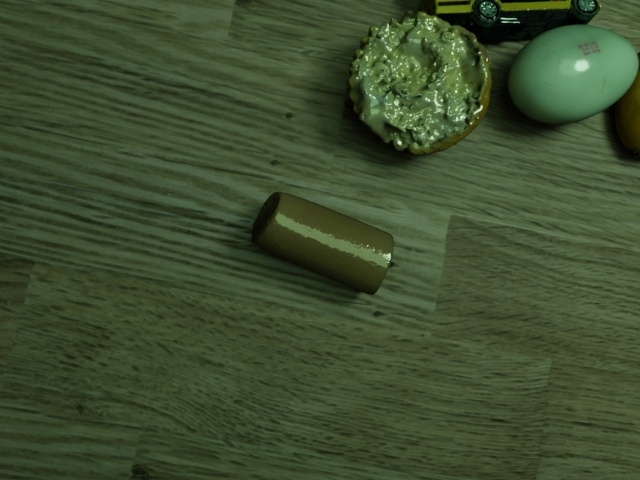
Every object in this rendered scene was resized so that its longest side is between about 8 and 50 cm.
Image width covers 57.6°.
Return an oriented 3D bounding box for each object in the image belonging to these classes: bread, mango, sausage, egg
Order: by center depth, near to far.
[{"bbox_3d":[0.000,0.000,1.060,0.253,0.123,0.123,21,82,-4],"label":"sausage"},{"bbox_3d":[0.183,-0.291,1.102,0.275,0.149,0.273,0,88,-2],"label":"bread"},{"bbox_3d":[0.489,-0.322,1.124,0.265,0.183,0.182,-14,86,-16],"label":"egg"},{"bbox_3d":[0.679,-0.282,1.183,0.147,0.109,0.227,2,83,17],"label":"mango"}]

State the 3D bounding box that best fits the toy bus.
[{"bbox_3d":[0.371,-0.458,1.159,0.336,0.121,0.122,-5,76,-7],"label":"toy bus"}]
